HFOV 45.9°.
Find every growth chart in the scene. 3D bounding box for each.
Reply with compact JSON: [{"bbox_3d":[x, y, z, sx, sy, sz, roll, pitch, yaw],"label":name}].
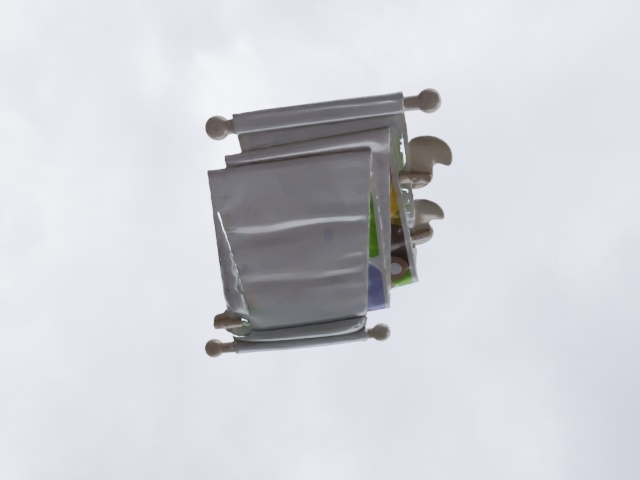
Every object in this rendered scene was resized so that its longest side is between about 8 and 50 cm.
[{"bbox_3d":[0.000,0.000,0.538,0.172,0.021,0.237,-1,-51,-7],"label":"growth chart"}]
